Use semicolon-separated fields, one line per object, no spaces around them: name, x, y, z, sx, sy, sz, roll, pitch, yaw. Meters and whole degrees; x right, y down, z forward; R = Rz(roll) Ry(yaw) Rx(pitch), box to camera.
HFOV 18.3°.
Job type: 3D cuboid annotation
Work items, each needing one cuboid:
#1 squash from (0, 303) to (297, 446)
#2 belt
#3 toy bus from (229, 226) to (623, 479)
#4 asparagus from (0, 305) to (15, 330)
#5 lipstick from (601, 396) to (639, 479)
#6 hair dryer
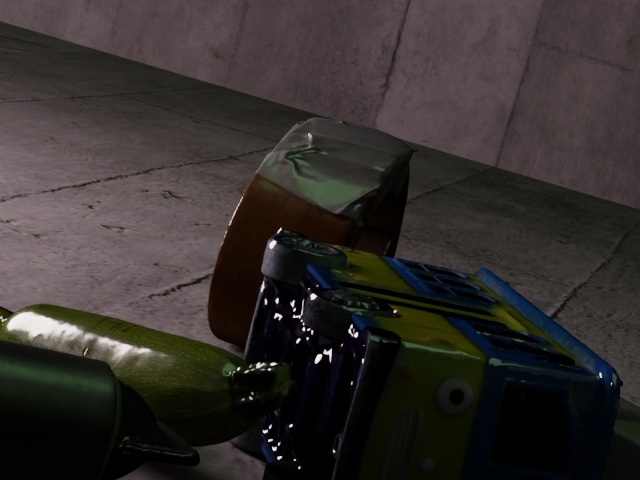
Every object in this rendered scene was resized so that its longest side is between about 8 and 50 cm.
squash;-0.108;0.083;1.169;0.066;0.066;0.252;7;3;-43
belt;0.000;0.000;1.527;0.105;0.184;0.261;18;9;12
toy bus;0.051;0.095;1.182;0.175;0.138;0.287;12;9;-14
asparagus;-0.165;0.075;1.284;0.165;0.030;0.036;20;-17;32
lipstick;0.254;0.183;1.177;0.080;0.076;0.371;10;10;-34
hair dryer;-0.195;0.079;1.117;0.196;0.078;0.248;13;4;-25
